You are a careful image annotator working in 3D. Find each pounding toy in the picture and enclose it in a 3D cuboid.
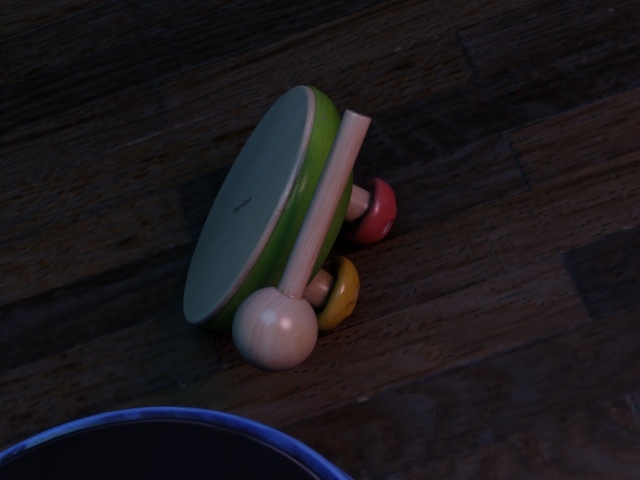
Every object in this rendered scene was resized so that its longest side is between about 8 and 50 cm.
[{"bbox_3d":[0.000,0.000,0.919,0.183,0.110,0.237,-63,17,3],"label":"pounding toy"}]

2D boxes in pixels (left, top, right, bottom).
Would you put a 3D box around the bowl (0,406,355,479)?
[{"bbox_3d":[-0.115,0.266,0.770,0.391,0.077,0.391,-9,50,10],"label":"bowl"}]
